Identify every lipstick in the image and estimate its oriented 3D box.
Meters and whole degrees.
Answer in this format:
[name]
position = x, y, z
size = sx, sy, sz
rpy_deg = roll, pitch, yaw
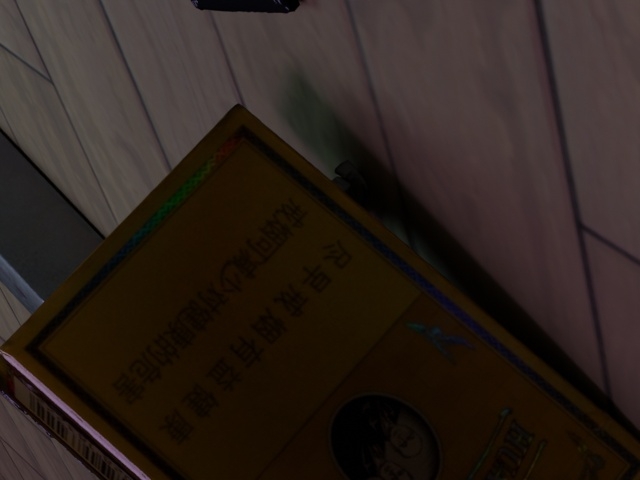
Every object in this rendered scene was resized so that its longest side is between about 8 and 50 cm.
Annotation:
[lipstick]
position = -0.281, -0.035, 1.651
size = 0.371, 0.080, 0.076
rpy_deg = 44, 161, 15

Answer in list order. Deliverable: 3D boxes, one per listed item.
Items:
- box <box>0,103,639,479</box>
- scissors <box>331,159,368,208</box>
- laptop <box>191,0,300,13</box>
[box]
position = 0.003, 0.098, 1.020
size = 0.301, 0.193, 0.084
rpy_deg = 40, 161, 7
[scissors]
position = 0.000, 0.000, 1.151
size = 0.101, 0.027, 0.204
rpy_deg = 42, 161, 6
[laptop]
position = -0.092, -0.198, 1.000
size = 0.197, 0.016, 0.135
rpy_deg = 57, 162, -20
